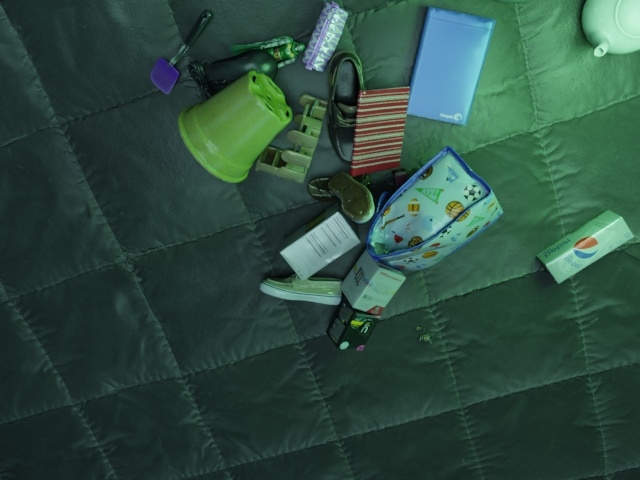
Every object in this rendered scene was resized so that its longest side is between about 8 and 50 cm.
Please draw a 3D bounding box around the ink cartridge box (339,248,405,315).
[{"bbox_3d":[0.181,0.145,1.790,0.128,0.127,0.176,23,111,-32],"label":"ink cartridge box"}]

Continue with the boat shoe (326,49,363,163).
[{"bbox_3d":[0.078,-0.409,1.613,0.132,0.130,0.356,-6,109,4],"label":"boat shoe"}]

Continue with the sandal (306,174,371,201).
[{"bbox_3d":[0.061,-0.189,1.735,0.219,0.060,0.090,-15,115,-8],"label":"sandal"}]

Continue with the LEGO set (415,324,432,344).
[{"bbox_3d":[0.392,0.355,1.934,0.054,0.023,0.083,-19,95,6],"label":"LEGO set"}]

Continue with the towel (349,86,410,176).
[{"bbox_3d":[0.183,-0.340,1.613,0.198,0.031,0.275,-15,125,-30],"label":"towel"}]

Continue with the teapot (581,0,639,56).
[{"bbox_3d":[0.900,-0.661,1.466,0.252,0.187,0.256,0,109,2],"label":"teapot"}]

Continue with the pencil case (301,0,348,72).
[{"bbox_3d":[0.014,-0.619,1.564,0.086,0.088,0.206,22,110,-4],"label":"pencil case"}]

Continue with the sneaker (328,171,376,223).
[{"bbox_3d":[0.127,-0.103,1.603,0.099,0.282,0.153,-39,123,5],"label":"sneaker"}]

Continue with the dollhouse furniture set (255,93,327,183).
[{"bbox_3d":[-0.096,-0.318,1.614,0.160,0.212,0.242,17,136,-6],"label":"dollhouse furniture set"}]

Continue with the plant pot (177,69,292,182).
[{"bbox_3d":[-0.232,-0.355,1.525,0.253,0.276,0.276,-33,106,26],"label":"plant pot"}]

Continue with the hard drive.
[{"bbox_3d":[0.396,-0.538,1.603,0.210,0.040,0.319,11,110,-2],"label":"hard drive"}]

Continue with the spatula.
[{"bbox_3d":[-0.436,-0.600,1.616,0.084,0.030,0.296,39,106,-9],"label":"spatula"}]

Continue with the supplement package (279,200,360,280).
[{"bbox_3d":[0.000,0.000,1.757,0.244,0.139,0.134,-35,106,12],"label":"supplement package"}]

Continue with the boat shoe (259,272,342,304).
[{"bbox_3d":[-0.066,0.162,1.847,0.302,0.109,0.094,9,97,-12],"label":"boat shoe"}]

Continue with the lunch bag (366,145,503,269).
[{"bbox_3d":[0.338,-0.065,1.605,0.385,0.327,0.239,-43,65,14],"label":"lunch bag"}]

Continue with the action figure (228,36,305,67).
[{"bbox_3d":[-0.158,-0.572,1.598,0.232,0.063,0.137,-15,120,11],"label":"action figure"}]

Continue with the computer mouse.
[{"bbox_3d":[-0.260,-0.493,1.580,0.272,0.072,0.189,-15,129,17],"label":"computer mouse"}]

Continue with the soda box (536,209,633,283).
[{"bbox_3d":[0.899,0.021,1.755,0.286,0.098,0.091,-36,104,14],"label":"soda box"}]

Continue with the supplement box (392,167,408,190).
[{"bbox_3d":[0.266,-0.204,1.704,0.043,0.083,0.055,-11,110,6],"label":"supplement box"}]

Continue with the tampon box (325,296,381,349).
[{"bbox_3d":[0.117,0.303,1.857,0.120,0.101,0.161,11,113,-35],"label":"tampon box"}]
